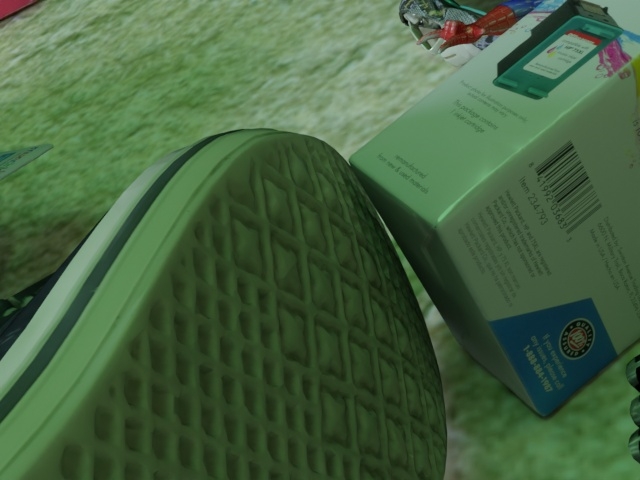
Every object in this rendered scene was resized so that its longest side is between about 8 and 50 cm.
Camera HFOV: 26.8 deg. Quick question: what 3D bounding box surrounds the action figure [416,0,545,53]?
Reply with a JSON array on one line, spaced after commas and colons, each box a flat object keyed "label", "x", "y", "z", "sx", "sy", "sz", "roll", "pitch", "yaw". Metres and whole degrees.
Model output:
[{"label": "action figure", "x": 0.065, "y": -0.183, "z": 0.784, "sx": 0.139, "sy": 0.091, "sz": 0.280, "roll": -15, "pitch": 29, "yaw": -35}]

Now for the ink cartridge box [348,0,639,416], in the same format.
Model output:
[{"label": "ink cartridge box", "x": 0.144, "y": -0.048, "z": 0.610, "sx": 0.231, "sy": 0.134, "sz": 0.078, "roll": -39, "pitch": 38, "yaw": -8}]

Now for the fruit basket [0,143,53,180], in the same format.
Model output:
[{"label": "fruit basket", "x": -0.369, "y": 0.044, "z": 0.797, "sx": 0.327, "sy": 0.165, "sz": 0.353, "roll": -9, "pitch": 29, "yaw": 28}]

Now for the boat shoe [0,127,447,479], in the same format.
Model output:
[{"label": "boat shoe", "x": -0.079, "y": 0.094, "z": 0.458, "sx": 0.156, "sy": 0.187, "sz": 0.500, "roll": -19, "pitch": 15, "yaw": 27}]

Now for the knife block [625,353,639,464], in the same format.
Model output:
[{"label": "knife block", "x": 0.257, "y": 0.047, "z": 0.465, "sx": 0.275, "sy": 0.088, "sz": 0.242, "roll": -44, "pitch": 40, "yaw": -12}]

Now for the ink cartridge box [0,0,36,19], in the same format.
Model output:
[{"label": "ink cartridge box", "x": -0.409, "y": -0.256, "z": 1.232, "sx": 0.306, "sy": 0.131, "sz": 0.226, "roll": -22, "pitch": 39, "yaw": 12}]

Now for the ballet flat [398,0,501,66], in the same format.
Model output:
[{"label": "ballet flat", "x": 0.084, "y": -0.128, "z": 0.825, "sx": 0.041, "sy": 0.041, "sz": 0.114, "roll": -39, "pitch": 38, "yaw": -7}]
